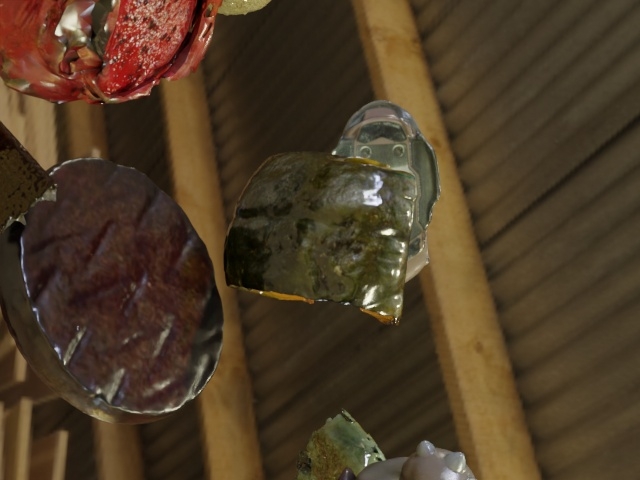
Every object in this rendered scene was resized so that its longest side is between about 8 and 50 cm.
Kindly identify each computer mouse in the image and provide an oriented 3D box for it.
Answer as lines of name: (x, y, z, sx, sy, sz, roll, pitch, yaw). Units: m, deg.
computer mouse: (0.113, -0.059, 1.897, 0.115, 0.199, 0.389, -75, 164, -75)

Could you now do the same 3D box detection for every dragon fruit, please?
dragon fruit: (-0.263, -0.282, 1.111, 0.301, 0.295, 0.295, 10, -91, 23)

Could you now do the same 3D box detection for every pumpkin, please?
pumpkin: (0.000, 0.000, 1.597, 0.303, 0.256, 0.225, 5, -101, 22)

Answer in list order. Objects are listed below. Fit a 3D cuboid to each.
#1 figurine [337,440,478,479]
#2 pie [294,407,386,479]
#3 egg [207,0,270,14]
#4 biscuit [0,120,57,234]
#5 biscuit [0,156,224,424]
figurine: (0.052, 0.372, 1.221, 0.380, 0.203, 0.248, -21, -103, 40)
pie: (0.048, 0.457, 1.809, 0.296, 0.078, 0.371, 61, -27, 21)
egg: (-0.117, -0.354, 1.385, 0.118, 0.140, 0.116, 113, -28, -44)
biscuit: (-0.457, -0.121, 1.367, 0.106, 0.252, 0.070, -48, -160, -22)
biscuit: (-0.308, 0.075, 1.568, 0.091, 0.407, 0.407, -24, -119, 31)
